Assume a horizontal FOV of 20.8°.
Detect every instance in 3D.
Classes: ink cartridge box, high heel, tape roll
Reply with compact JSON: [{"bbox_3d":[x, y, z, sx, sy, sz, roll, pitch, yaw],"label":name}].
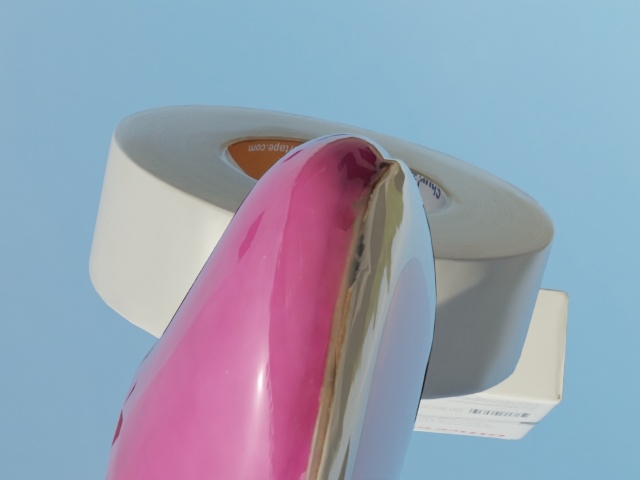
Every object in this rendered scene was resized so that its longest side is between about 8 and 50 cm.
[{"bbox_3d":[0.097,0.091,1.316,0.148,0.203,0.086,6,-104,-1],"label":"ink cartridge box"},{"bbox_3d":[-0.086,0.097,0.510,0.181,0.377,0.127,23,-141,8],"label":"high heel"},{"bbox_3d":[0.000,0.000,0.853,0.219,0.072,0.219,13,-163,-4],"label":"tape roll"}]
